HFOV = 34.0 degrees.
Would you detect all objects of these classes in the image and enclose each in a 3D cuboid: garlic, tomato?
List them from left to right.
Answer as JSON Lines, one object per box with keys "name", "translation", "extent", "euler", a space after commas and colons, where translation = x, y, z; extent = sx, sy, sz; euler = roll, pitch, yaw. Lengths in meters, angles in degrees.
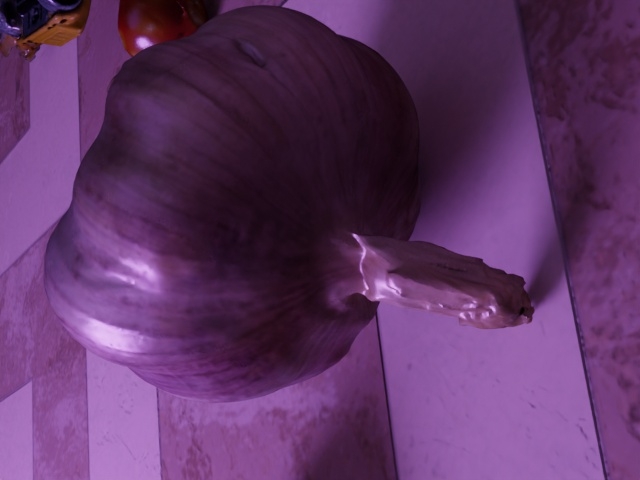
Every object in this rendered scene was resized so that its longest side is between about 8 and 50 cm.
{"name": "tomato", "translation": [-0.138, -0.197, 0.934], "extent": [0.075, 0.087, 0.087], "euler": [-2, 80, 20]}
{"name": "garlic", "translation": [0.000, 0.000, 0.600], "extent": [0.253, 0.245, 0.245], "euler": [26, 108, 23]}

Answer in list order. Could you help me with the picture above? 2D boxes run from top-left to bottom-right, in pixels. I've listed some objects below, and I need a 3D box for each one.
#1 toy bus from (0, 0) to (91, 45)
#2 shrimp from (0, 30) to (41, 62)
{"name": "toy bus", "translation": [-0.272, -0.376, 1.127], "extent": [0.121, 0.123, 0.335], "euler": [-11, 78, 49]}
{"name": "shrimp", "translation": [-0.330, -0.375, 1.267], "extent": [0.185, 0.068, 0.286], "euler": [-11, 73, 53]}
